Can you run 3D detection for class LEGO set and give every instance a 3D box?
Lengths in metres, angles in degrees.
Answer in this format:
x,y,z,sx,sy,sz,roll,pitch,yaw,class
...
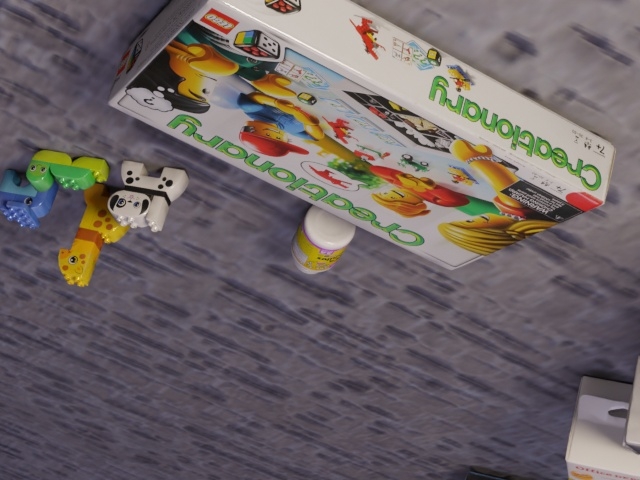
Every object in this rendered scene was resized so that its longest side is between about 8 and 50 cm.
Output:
x,y,z,sx,sy,sz,roll,pitch,yaw,class
-0.227,-0.019,1.247,0.227,0.093,0.087,9,155,15,LEGO set

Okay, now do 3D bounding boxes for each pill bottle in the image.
x,y,z,sx,sy,sz,roll,pitch,yaw,class
0.000,0.000,1.206,0.043,0.043,0.083,19,156,-5,pill bottle

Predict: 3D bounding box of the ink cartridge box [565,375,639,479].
x,y,z,sx,sy,sz,roll,pitch,yaw,class
0.290,0.198,1.390,0.092,0.090,0.143,8,155,18,ink cartridge box

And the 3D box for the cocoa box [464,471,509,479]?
x,y,z,sx,sy,sz,roll,pitch,yaw,class
0.318,0.448,1.737,0.347,0.228,0.231,11,156,11,cocoa box

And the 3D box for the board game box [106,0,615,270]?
x,y,z,sx,sy,sz,roll,pitch,yaw,class
0.025,-0.081,1.005,0.305,0.053,0.193,25,155,-19,board game box

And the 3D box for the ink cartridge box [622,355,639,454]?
x,y,z,sx,sy,sz,roll,pitch,yaw,class
0.366,0.158,1.230,0.190,0.082,0.139,9,171,20,ink cartridge box
